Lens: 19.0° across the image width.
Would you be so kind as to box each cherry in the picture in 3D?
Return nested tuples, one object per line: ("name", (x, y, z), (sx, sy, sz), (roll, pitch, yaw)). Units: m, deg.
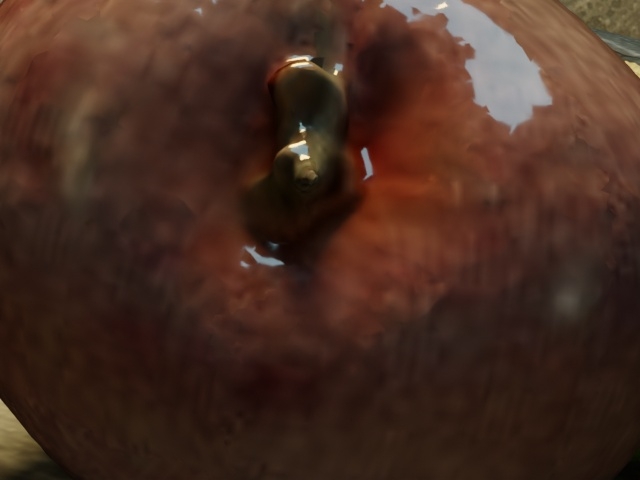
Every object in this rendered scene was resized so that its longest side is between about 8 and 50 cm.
("cherry", (0.000, 0.000, 0.670), (0.261, 0.221, 0.307), (21, 2, 7))

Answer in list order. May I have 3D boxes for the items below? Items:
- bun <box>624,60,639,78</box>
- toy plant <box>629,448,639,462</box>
("bun", (0.128, -0.027, 1.037), (0.239, 0.141, 0.239), (15, 17, -5))
("toy plant", (0.204, 0.020, 0.832), (0.235, 0.175, 0.218), (14, 48, 18))
